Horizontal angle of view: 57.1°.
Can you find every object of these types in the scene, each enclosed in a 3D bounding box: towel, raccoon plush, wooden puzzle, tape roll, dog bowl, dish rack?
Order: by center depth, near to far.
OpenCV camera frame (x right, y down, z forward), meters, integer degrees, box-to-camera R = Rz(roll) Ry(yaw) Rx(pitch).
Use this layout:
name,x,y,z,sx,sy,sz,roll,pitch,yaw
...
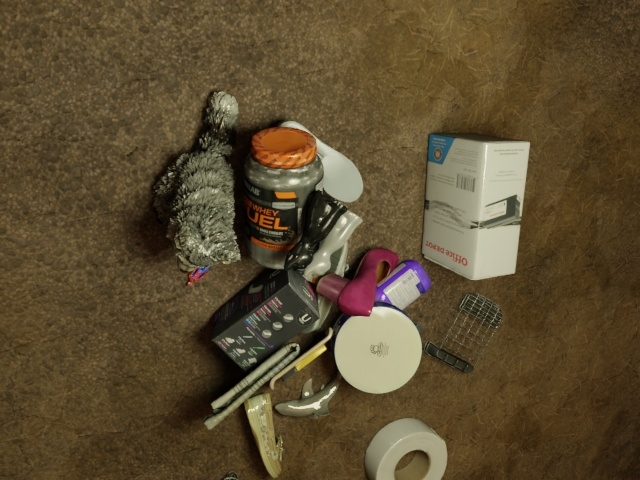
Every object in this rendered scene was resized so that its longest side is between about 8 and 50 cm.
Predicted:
name,x,y,z,sx,sy,sz,roll,pitch,yaw
raccoon plush,-0.288,-0.143,1.447,0.216,0.299,0.447,1,104,-22
towel,-0.191,0.394,1.658,0.324,0.312,0.056,-40,85,-8
wooden puzzle,-0.053,0.355,1.738,0.238,0.221,0.044,-41,82,-10
dog bowl,0.165,0.315,1.757,0.264,0.104,0.265,0,93,-4
dish rack,0.506,0.316,2.036,0.208,0.074,0.272,30,90,-28
tape roll,0.300,0.771,2.057,0.286,0.100,0.286,-6,106,-21

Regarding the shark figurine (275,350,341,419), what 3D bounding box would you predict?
name,x,y,z,sx,sy,sz,roll,pitch,yaw
shark figurine,0.014,0.492,1.856,0.278,0.116,0.166,-42,117,-5

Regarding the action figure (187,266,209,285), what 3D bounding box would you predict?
name,x,y,z,sx,sy,sz,roll,pitch,yaw
action figure,-0.332,0.081,1.643,0.115,0.030,0.038,-49,121,-2

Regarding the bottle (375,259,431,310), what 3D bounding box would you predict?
name,x,y,z,sx,sy,sz,roll,pitch,yaw
bottle,0.213,0.182,1.862,0.282,0.092,0.118,-38,110,-9

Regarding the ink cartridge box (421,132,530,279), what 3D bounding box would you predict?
name,x,y,z,sx,sy,sz,roll,pitch,yaw
ink cartridge box,0.455,-0.114,1.774,0.166,0.285,0.395,-5,107,-22

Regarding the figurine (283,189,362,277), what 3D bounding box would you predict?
name,x,y,z,sx,sy,sz,roll,pitch,yaw
figurine,0.000,0.000,1.494,0.210,0.092,0.215,-59,157,1

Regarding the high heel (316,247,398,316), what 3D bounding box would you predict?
name,x,y,z,sx,sy,sz,roll,pitch,yaw
high heel,0.166,0.130,1.713,0.377,0.181,0.127,-24,132,-46

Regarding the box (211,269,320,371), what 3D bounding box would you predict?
name,x,y,z,sx,sy,sz,roll,pitch,yaw
box,-0.151,0.206,1.635,0.270,0.165,0.143,-37,112,10

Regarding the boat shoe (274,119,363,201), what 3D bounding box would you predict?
name,x,y,z,sx,sy,sz,roll,pitch,yaw
boat shoe,-0.009,-0.225,1.651,0.306,0.105,0.113,33,97,-20

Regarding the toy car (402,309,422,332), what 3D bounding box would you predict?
name,x,y,z,sx,sy,sz,roll,pitch,yaw
toy car,0.256,0.321,1.918,0.155,0.149,0.188,43,61,-14

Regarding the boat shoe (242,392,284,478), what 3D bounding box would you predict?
name,x,y,z,sx,sy,sz,roll,pitch,yaw
boat shoe,-0.160,0.606,1.816,0.089,0.104,0.285,-20,110,-14

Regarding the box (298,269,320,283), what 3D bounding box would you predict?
name,x,y,z,sx,sy,sz,roll,pitch,yaw
box,-0.056,0.064,1.717,0.028,0.136,0.081,6,106,-65

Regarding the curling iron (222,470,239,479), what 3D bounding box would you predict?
name,x,y,z,sx,sy,sz,roll,pitch,yaw
curling iron,-0.321,0.855,1.856,0.068,0.035,0.274,22,95,-26

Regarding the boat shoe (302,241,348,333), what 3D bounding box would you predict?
name,x,y,z,sx,sy,sz,roll,pitch,yaw
boat shoe,0.007,0.123,1.760,0.103,0.118,0.321,7,101,-62

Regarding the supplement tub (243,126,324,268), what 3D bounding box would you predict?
name,x,y,z,sx,sy,sz,roll,pitch,yaw
supplement tub,-0.097,-0.109,1.539,0.207,0.207,0.338,-12,128,-19
